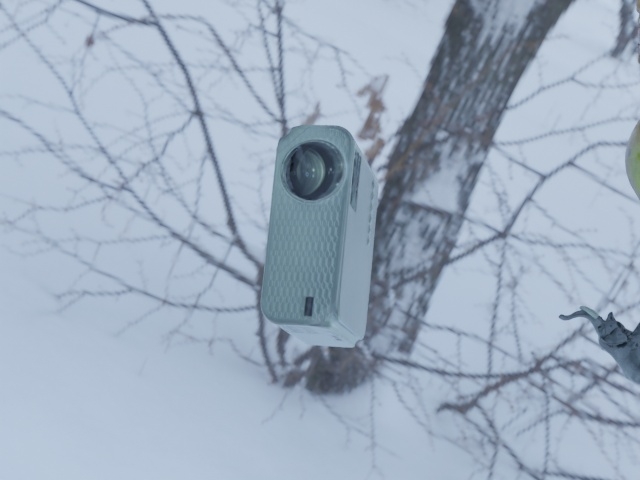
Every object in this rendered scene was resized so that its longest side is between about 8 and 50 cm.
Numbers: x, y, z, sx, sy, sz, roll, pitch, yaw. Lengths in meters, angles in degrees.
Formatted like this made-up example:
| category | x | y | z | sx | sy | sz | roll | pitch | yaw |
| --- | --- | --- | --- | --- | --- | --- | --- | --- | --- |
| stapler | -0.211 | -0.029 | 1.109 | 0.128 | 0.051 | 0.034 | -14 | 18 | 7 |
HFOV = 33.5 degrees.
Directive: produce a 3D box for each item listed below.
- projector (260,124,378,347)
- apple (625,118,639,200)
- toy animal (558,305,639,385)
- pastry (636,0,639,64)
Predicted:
| category | x | y | z | sx | sy | sz | roll | pitch | yaw |
| --- | --- | --- | --- | --- | --- | --- | --- | --- | --- |
| projector | 0.000 | 0.000 | 1.362 | 0.108 | 0.250 | 0.198 | 4 | -12 | 13 |
| apple | 0.474 | -0.095 | 1.304 | 0.196 | 0.196 | 0.196 | 22 | 20 | -9 |
| toy animal | 0.597 | 0.185 | 2.022 | 0.269 | 0.137 | 0.082 | 44 | -1 | 28 |
| pastry | 0.714 | -0.341 | 1.892 | 0.292 | 0.337 | 0.405 | -6 | -29 | 22 |
